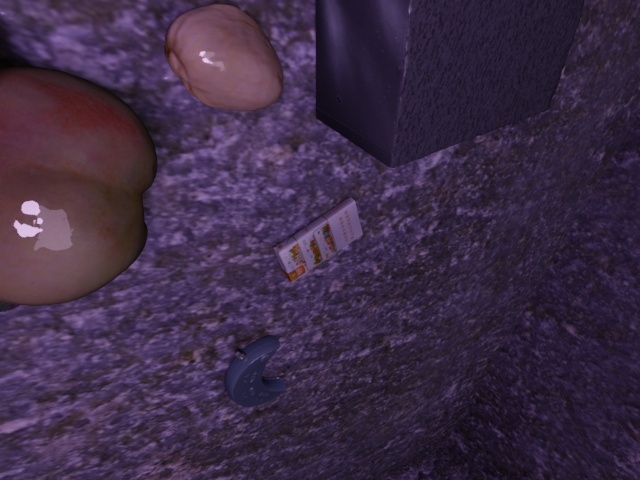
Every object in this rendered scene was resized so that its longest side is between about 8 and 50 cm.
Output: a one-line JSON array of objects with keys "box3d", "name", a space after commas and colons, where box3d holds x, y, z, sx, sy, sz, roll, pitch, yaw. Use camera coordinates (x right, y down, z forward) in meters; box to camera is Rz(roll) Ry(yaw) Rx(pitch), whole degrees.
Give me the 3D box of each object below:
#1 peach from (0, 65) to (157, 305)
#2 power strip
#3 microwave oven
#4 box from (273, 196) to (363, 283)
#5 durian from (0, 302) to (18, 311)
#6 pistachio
[{"box3d": [-0.352, -0.067, 0.572, 0.292, 0.247, 0.292, -15, 118, -30], "name": "peach"}, {"box3d": [-0.172, 0.354, 1.240, 0.167, 0.054, 0.253, -28, 138, -22], "name": "power strip"}, {"box3d": [0.230, -0.376, 0.838, 0.432, 0.236, 0.374, -24, 134, -25], "name": "microwave oven"}, {"box3d": [0.000, 0.000, 1.111, 0.220, 0.032, 0.122, -35, 140, -15], "name": "box"}, {"box3d": [-0.494, 0.056, 0.693, 0.186, 0.119, 0.108, -38, -175, 28], "name": "durian"}, {"box3d": [-0.132, -0.269, 0.702, 0.200, 0.117, 0.145, 4, 115, -44], "name": "pistachio"}]
